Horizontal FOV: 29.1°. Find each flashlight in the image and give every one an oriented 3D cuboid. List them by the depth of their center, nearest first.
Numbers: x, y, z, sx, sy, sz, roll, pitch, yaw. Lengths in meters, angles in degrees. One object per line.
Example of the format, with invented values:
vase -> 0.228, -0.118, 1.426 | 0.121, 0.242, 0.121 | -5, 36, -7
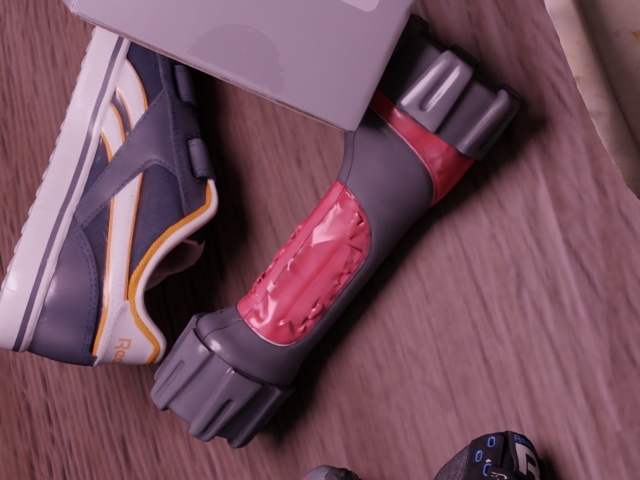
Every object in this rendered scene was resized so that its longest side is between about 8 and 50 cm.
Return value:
flashlight -> 0.000, 0.000, 0.803 | 0.103, 0.103, 0.304 | 38, 103, -4

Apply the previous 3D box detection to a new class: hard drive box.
hard drive box -> -0.072, -0.162, 0.775 | 0.089, 0.181, 0.232 | -64, 25, 10

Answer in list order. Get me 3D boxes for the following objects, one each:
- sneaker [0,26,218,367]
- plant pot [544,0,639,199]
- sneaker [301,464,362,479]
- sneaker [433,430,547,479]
sneaker -> -0.138, -0.053, 0.905 | 0.126, 0.127, 0.321 | 130, 155, -61
plant pot -> 0.250, -0.219, 0.561 | 0.305, 0.334, 0.333 | -17, 75, 21
sneaker -> -0.061, 0.250, 0.820 | 0.125, 0.104, 0.262 | 34, 103, 34
sneaker -> 0.120, 0.156, 0.688 | 0.217, 0.079, 0.121 | -27, 38, 48
